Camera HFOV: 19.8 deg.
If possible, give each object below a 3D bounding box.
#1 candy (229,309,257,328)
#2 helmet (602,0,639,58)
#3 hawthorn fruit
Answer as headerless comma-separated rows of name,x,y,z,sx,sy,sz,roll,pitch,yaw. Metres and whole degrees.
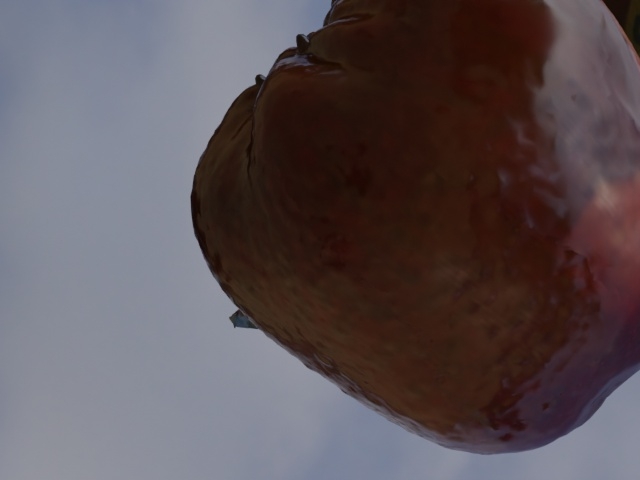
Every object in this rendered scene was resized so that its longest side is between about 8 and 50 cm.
candy,0.000,0.000,1.085,0.175,0.045,0.043,-58,-175,31
helmet,0.324,-0.132,1.250,0.230,0.337,0.385,25,-64,46
hawthorn fruit,0.041,-0.009,0.501,0.138,0.133,0.133,45,-37,-4
